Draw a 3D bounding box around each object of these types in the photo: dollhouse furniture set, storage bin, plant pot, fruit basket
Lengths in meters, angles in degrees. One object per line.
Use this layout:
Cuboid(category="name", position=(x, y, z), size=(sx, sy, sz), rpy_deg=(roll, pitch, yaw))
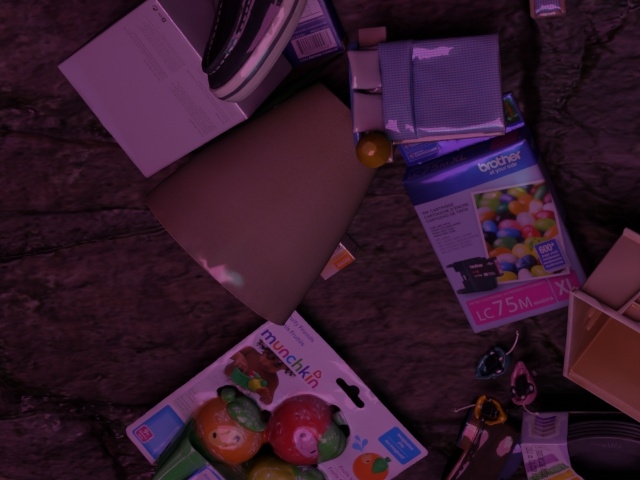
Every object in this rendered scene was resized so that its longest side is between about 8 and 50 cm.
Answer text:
Cuboid(category="dollhouse furniture set", position=(0.161, -0.245, 1.621), size=(0.286, 0.198, 0.303), rpy_deg=(-2, 88, 14))
Cuboid(category="storage bin", position=(0.462, 0.147, 1.761), size=(0.260, 0.123, 0.262), rpy_deg=(32, 159, 23))
Cuboid(category="plant pot", position=(-0.048, -0.070, 1.817), size=(0.256, 0.256, 0.274), rpy_deg=(43, 95, -12))
Cuboid(category="fruit basket", position=(-0.071, 0.316, 2.073), size=(0.353, 0.165, 0.327), rpy_deg=(-35, 105, 23))

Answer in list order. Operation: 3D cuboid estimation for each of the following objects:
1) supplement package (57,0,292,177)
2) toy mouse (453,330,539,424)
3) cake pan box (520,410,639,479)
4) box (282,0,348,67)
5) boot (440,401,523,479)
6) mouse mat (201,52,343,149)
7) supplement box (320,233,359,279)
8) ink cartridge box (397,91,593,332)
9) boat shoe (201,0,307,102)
Cuboid(category="supplement package", position=(-0.190, -0.228, 1.785), size=(0.203, 0.149, 0.194), rpy_deg=(-26, 108, 38))
Cuboid(category="toy mouse", position=(0.274, 0.201, 1.969), size=(0.031, 0.161, 0.143), rpy_deg=(17, 88, -36))
Cuboid(category="cake pan box", position=(0.428, 0.342, 1.978), size=(0.246, 0.070, 0.267), rpy_deg=(-2, 136, 15))
Cuboid(category="box", position=(-0.068, -0.336, 1.787), size=(0.136, 0.036, 0.225), rpy_deg=(-15, 115, 20))
Cuboid(category="boot", position=(0.243, 0.357, 2.067), size=(0.106, 0.082, 0.219), rpy_deg=(20, 119, 5))
Cuboid(category="mouse mat", position=(-0.061, -0.182, 1.769), size=(0.153, 0.189, 0.007), rpy_deg=(-26, 103, 38))
Cuboid(category="supplement box", position=(0.000, 0.000, 1.954), size=(0.062, 0.036, 0.098), rpy_deg=(-37, 105, 27))
Cuboid(category="ink cartridge box", position=(0.239, -0.032, 1.871), size=(0.186, 0.065, 0.311), rpy_deg=(-19, 111, 21))
Cuboid(category="boat shoe", position=(-0.070, -0.412, 1.598), size=(0.156, 0.187, 0.500), rpy_deg=(13, 100, -20))
